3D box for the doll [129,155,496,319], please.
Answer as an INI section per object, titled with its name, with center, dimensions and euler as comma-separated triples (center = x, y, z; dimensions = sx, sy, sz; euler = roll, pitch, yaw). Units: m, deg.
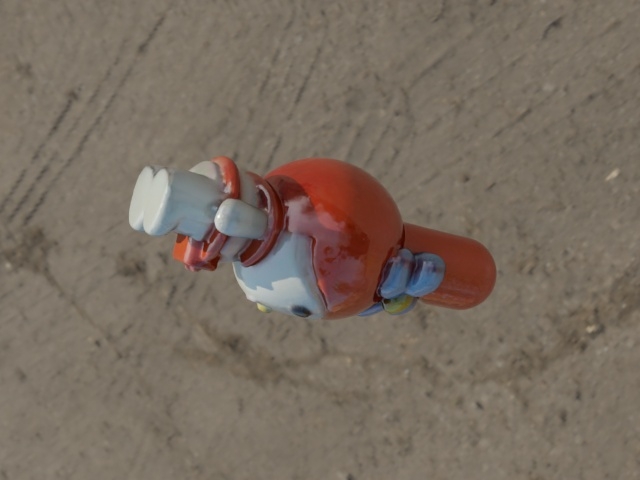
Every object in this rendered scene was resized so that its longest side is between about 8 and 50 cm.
[doll]
center = 0.000, 0.000, 0.906
dimensions = 0.161, 0.290, 0.130
euler = 8, 84, 65
